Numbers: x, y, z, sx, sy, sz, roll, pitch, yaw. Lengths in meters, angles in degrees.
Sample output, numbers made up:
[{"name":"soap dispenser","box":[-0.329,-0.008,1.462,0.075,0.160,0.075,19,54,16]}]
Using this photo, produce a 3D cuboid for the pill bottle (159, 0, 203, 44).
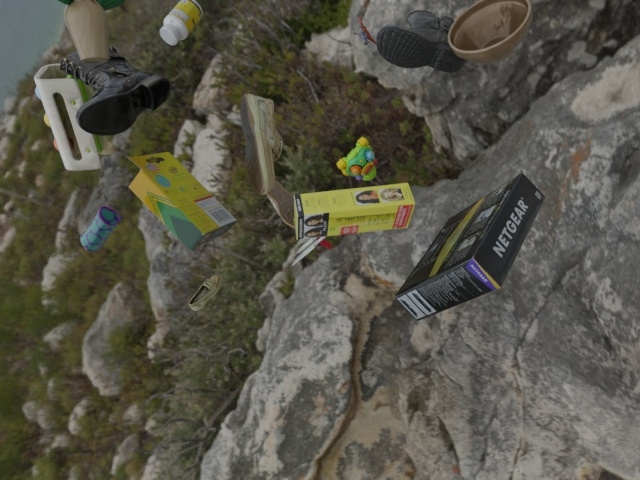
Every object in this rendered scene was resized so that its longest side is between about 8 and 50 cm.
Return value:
[{"name":"pill bottle","box":[-0.345,-0.538,1.169,0.065,0.065,0.116,6,58,37]}]

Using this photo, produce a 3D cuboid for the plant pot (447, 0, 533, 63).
[{"name":"plant pot","box":[0.508,-0.605,1.400,0.237,0.109,0.238,-20,51,26]}]

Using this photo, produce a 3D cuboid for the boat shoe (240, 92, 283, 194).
[{"name":"boat shoe","box":[-0.144,-0.259,1.252,0.109,0.098,0.303,128,136,-54]}]

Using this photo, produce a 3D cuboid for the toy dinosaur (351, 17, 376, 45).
[{"name":"toy dinosaur","box":[0.142,-0.663,1.494,0.090,0.082,0.047,10,68,8]}]

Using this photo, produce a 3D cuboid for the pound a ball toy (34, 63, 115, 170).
[{"name":"pound a ball toy","box":[-0.725,-0.356,1.404,0.135,0.319,0.208,-4,40,-9]}]

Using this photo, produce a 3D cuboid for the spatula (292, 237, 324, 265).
[{"name":"spatula","box":[0.016,-0.038,1.307,0.242,0.019,0.168,-41,11,17]}]

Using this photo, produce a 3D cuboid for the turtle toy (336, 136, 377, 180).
[{"name":"turtle toy","box":[0.100,-0.185,1.150,0.095,0.130,0.066,-46,71,5]}]

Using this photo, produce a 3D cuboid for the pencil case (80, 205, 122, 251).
[{"name":"pencil case","box":[-0.621,-0.032,1.336,0.151,0.064,0.070,-39,36,34]}]

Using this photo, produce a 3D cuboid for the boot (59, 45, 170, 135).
[{"name":"boot","box":[-0.495,-0.346,1.058,0.228,0.263,0.091,30,135,13]}]

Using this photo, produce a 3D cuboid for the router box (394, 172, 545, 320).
[{"name":"router box","box":[0.322,0.015,1.022,0.309,0.081,0.243,-47,4,-36]}]

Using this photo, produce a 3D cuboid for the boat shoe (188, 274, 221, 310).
[{"name":"boat shoe","box":[-0.417,0.183,1.709,0.056,0.048,0.153,29,67,23]}]

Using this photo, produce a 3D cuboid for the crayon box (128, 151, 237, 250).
[{"name":"crayon box","box":[-0.429,-0.128,1.443,0.318,0.202,0.081,46,113,3]}]

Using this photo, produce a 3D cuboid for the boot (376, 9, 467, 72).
[{"name":"boot","box":[0.315,-0.680,1.573,0.118,0.337,0.223,128,141,-48]}]

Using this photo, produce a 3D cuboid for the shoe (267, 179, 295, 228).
[{"name":"shoe","box":[-0.107,-0.111,1.501,0.076,0.058,0.219,-35,59,-2]}]

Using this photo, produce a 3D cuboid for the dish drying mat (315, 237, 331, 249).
[{"name":"dish drying mat","box":[0.000,0.000,1.545,0.008,0.083,0.032,-47,20,37]}]

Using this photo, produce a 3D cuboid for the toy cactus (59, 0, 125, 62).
[{"name":"toy cactus","box":[-0.308,-0.316,0.585,0.112,0.219,0.181,-5,101,14]}]

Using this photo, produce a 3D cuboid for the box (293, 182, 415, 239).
[{"name":"box","box":[0.063,-0.057,0.940,0.232,0.087,0.058,-6,56,-9]}]
